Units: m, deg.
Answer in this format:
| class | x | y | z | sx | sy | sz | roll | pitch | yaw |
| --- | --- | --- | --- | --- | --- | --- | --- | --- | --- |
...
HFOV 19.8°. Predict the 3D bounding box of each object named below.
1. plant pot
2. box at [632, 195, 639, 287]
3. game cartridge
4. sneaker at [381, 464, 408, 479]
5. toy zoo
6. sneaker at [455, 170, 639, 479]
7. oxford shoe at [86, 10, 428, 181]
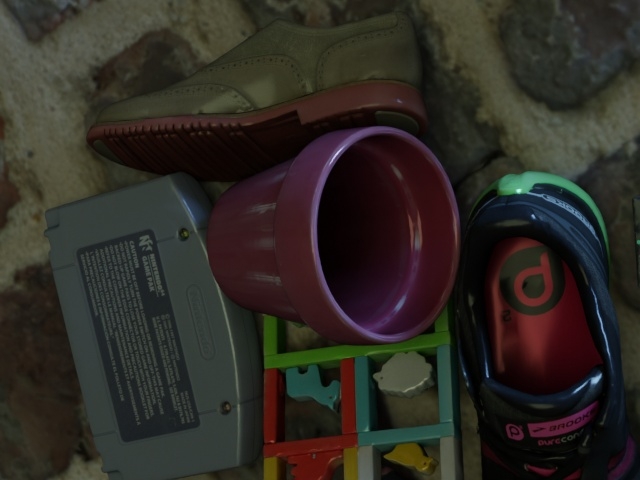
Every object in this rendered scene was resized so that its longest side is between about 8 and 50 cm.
| class | x | y | z | sx | sy | sz | roll | pitch | yaw |
| --- | --- | --- | --- | --- | --- | --- | --- | --- | --- |
| plant pot | 0.000 | 0.000 | 1.701 | 0.180 | 0.201 | 0.201 | -5 | 92 | 44 |
| box | 0.315 | -0.001 | 1.669 | 0.052 | 0.062 | 0.083 | -4 | 92 | 17 |
| game cartridge | -0.159 | 0.089 | 1.814 | 0.196 | 0.060 | 0.294 | -14 | 89 | 33 |
| sneaker | -0.011 | 0.350 | 1.782 | 0.319 | 0.112 | 0.131 | -47 | 64 | 9 |
| toy zoo | 0.039 | 0.187 | 1.727 | 0.192 | 0.030 | 0.293 | -8 | 67 | 18 |
| sneaker | 0.203 | 0.180 | 1.642 | 0.185 | 0.202 | 0.483 | -15 | 88 | 19 |
| oxford shoe | -0.061 | -0.141 | 1.772 | 0.348 | 0.123 | 0.130 | -6 | 67 | 18 |
